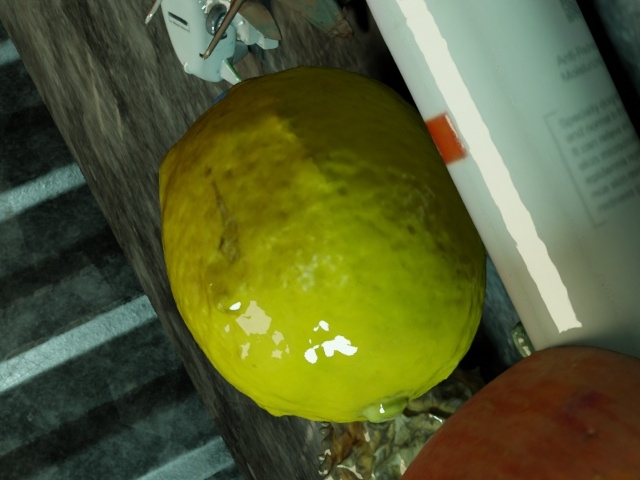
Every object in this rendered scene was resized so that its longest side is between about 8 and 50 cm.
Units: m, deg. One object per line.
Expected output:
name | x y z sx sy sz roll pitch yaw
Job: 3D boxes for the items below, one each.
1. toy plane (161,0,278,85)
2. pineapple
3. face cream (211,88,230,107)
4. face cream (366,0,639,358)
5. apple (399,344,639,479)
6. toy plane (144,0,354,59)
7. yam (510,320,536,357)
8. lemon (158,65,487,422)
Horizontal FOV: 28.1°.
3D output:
toy plane | -0.110 -0.222 1.224 0.174 0.080 0.174 37 152 24
pineapple | 0.079 0.182 1.141 0.175 0.175 0.361 63 178 5
face cream | -0.033 -0.033 1.262 0.264 0.083 0.149 62 173 9
face cream | 0.103 -0.075 0.675 0.345 0.102 0.102 65 166 -1
apple | 0.126 0.217 0.617 0.251 0.163 0.293 -9 108 62
toy plane | -0.039 -0.233 0.882 0.223 0.104 0.326 31 152 -13
yam | 0.168 0.107 0.909 0.129 0.027 0.033 62 164 12
lemon | 0.000 0.000 0.918 0.233 0.233 0.288 92 153 -62
